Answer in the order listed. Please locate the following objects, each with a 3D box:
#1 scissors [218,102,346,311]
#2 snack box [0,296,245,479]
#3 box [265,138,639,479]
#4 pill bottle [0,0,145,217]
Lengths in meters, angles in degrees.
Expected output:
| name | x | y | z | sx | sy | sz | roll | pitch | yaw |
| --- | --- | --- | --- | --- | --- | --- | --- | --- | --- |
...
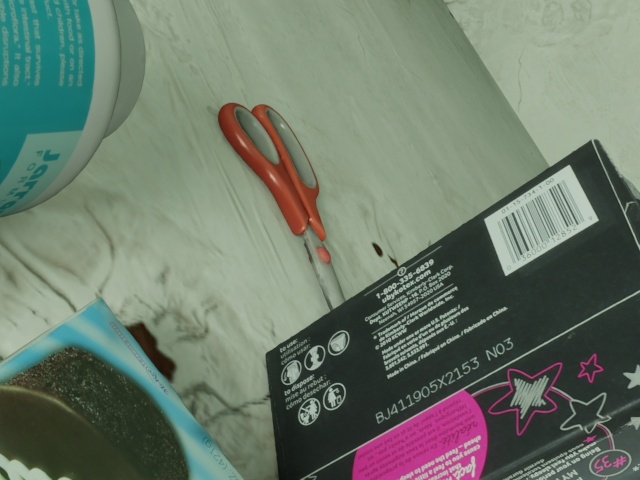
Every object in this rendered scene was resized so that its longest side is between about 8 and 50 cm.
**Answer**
| name | x | y | z | sx | sy | sz | roll | pitch | yaw |
| --- | --- | --- | --- | --- | --- | --- | --- | --- | --- |
| scissors | 0.000 | 0.000 | 0.713 | 0.109 | 0.021 | 0.297 | 11 | 46 | -61 |
| snack box | -0.042 | 0.190 | 0.308 | 0.322 | 0.060 | 0.187 | 53 | 23 | -4 |
| box | 0.109 | 0.093 | 0.499 | 0.142 | 0.247 | 0.163 | 39 | 27 | -36 |
| pill bottle | -0.172 | -0.071 | 0.314 | 0.146 | 0.146 | 0.264 | 56 | 23 | 4 |
